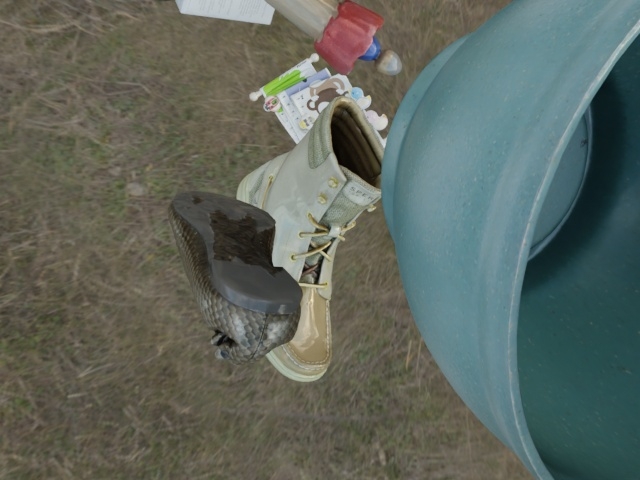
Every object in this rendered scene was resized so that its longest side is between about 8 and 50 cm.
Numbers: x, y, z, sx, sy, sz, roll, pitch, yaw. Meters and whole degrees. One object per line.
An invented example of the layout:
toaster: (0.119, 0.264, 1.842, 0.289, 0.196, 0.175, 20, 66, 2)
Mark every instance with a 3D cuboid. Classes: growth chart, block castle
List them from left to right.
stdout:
growth chart: (0.009, -0.228, 1.640, 0.172, 0.021, 0.237, -39, 79, -6)
block castle: (0.132, -0.432, 1.117, 0.213, 0.453, 0.303, 36, 138, -10)

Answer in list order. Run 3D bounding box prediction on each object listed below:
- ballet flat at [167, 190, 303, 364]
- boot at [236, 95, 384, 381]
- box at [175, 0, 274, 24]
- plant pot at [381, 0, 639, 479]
ballet flat: (-0.063, 0.019, 0.626, 0.084, 0.250, 0.058, 8, 107, -18)
boot: (0.000, 0.000, 0.783, 0.165, 0.077, 0.213, -37, 56, 45)
box: (-0.156, -0.457, 1.551, 0.170, 0.091, 0.130, 0, 134, -29)
plant pot: (0.156, -0.022, 0.501, 0.293, 0.196, 0.293, -11, 113, -27)
